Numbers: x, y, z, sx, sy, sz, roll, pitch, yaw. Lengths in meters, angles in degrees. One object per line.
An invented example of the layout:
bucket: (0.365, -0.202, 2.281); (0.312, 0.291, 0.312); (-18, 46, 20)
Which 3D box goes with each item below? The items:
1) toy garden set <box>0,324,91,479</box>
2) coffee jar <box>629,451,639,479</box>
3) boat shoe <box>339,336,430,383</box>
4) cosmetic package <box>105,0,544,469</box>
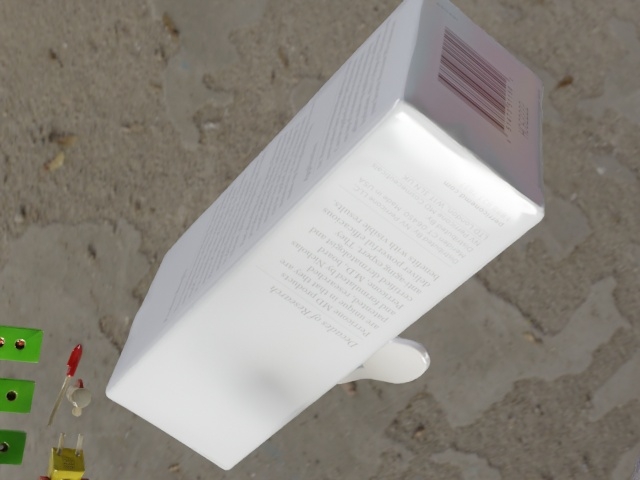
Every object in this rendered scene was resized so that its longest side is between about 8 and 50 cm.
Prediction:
toy garden set: (-0.394, 0.234, 1.418); (0.204, 0.049, 0.244); (9, 91, -27)
coffee jar: (0.212, 0.117, 0.400); (0.184, 0.096, 0.079); (21, 32, 9)
boat shoe: (0.076, 0.148, 1.398); (0.063, 0.184, 0.066); (-43, 105, -40)
cosmetic package: (0.000, 0.000, 1.034); (0.161, 0.453, 0.230); (36, 36, -16)
